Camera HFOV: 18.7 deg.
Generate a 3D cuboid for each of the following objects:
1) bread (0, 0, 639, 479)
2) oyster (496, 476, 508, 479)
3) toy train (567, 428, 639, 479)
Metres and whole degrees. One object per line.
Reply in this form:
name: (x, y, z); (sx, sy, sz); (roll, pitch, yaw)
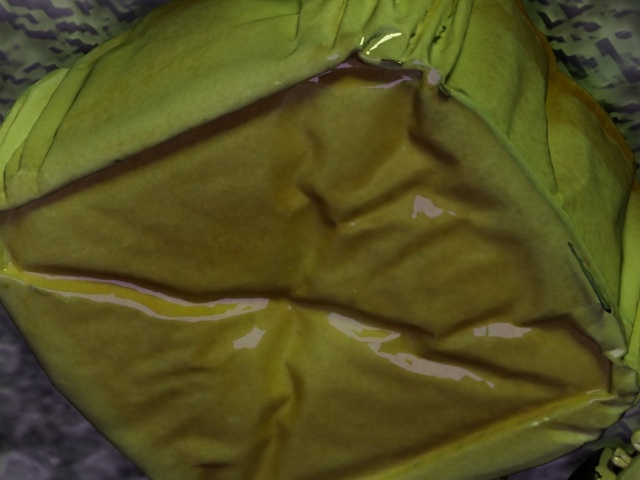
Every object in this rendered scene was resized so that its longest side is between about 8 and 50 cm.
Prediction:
bread: (0.002, -0.001, 0.677); (0.210, 0.110, 0.192); (-25, 116, 32)
oyster: (0.043, 0.106, 0.779); (0.086, 0.029, 0.132); (43, 123, -17)
toy train: (0.112, 0.141, 0.762); (0.085, 0.053, 0.249); (37, 126, 2)
